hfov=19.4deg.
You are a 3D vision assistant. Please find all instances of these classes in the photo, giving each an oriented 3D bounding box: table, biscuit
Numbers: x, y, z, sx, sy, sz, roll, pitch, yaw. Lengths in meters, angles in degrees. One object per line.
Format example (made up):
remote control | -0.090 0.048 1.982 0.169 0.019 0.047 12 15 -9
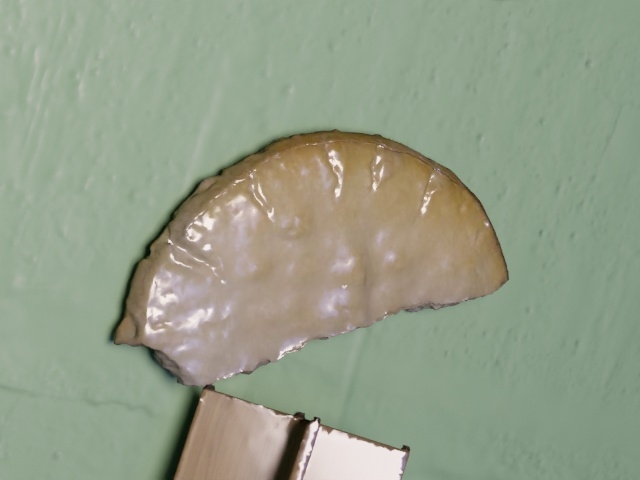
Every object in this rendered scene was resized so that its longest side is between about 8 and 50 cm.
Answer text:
table | -0.042 0.213 1.138 0.167 0.167 0.227 21 84 -36
biscuit | 0.001 0.000 1.168 0.290 0.038 0.141 -14 110 -30
